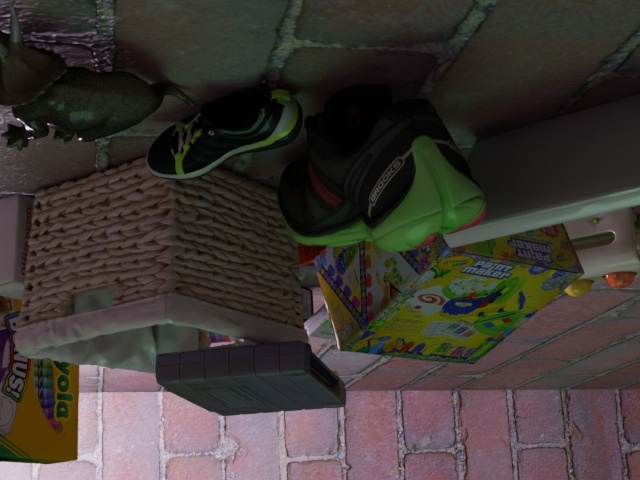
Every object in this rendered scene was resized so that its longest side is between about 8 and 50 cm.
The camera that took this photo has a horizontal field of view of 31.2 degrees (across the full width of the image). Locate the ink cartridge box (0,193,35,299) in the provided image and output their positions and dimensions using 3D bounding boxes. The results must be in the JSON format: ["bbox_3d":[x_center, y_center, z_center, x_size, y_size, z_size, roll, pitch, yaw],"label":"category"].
[{"bbox_3d":[-0.440,0.022,1.852,0.086,0.148,0.203,-12,162,34],"label":"ink cartridge box"}]

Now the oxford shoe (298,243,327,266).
[{"bbox_3d":[0.000,0.000,1.932,0.272,0.096,0.098,-8,167,17],"label":"oxford shoe"}]

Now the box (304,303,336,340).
[{"bbox_3d":[0.077,0.143,2.405,0.145,0.038,0.186,15,132,-45],"label":"box"}]

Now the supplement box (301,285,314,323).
[{"bbox_3d":[-0.103,0.131,2.400,0.104,0.080,0.188,-11,161,28],"label":"supplement box"}]

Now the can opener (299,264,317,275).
[{"bbox_3d":[0.012,0.027,2.067,0.281,0.093,0.074,8,166,-7],"label":"can opener"}]

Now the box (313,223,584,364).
[{"bbox_3d":[0.197,0.043,1.799,0.290,0.177,0.279,10,139,-35],"label":"box"}]

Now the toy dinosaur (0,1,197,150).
[{"bbox_3d":[-0.269,-0.157,1.302,0.314,0.121,0.160,15,171,-35],"label":"toy dinosaur"}]

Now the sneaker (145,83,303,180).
[{"bbox_3d":[-0.135,-0.148,1.439,0.235,0.084,0.097,-18,153,23],"label":"sneaker"}]

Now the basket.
[{"bbox_3d":[-0.241,0.050,1.761,0.328,0.266,0.331,-13,162,34],"label":"basket"}]

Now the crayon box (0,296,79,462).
[{"bbox_3d":[-0.613,0.236,2.192,0.106,0.362,0.313,-15,160,38],"label":"crayon box"}]

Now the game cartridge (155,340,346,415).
[{"bbox_3d":[-0.102,0.218,1.791,0.230,0.068,0.355,-2,163,10],"label":"game cartridge"}]

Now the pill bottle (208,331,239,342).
[{"bbox_3d":[-0.272,0.171,2.470,0.194,0.108,0.108,-4,164,9],"label":"pill bottle"}]

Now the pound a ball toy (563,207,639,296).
[{"bbox_3d":[0.492,0.037,2.043,0.319,0.135,0.208,-12,161,34],"label":"pound a ball toy"}]

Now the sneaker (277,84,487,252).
[{"bbox_3d":[0.064,-0.099,1.482,0.185,0.202,0.483,-19,-173,-20],"label":"sneaker"}]

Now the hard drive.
[{"bbox_3d":[0.317,-0.096,1.469,0.308,0.203,0.040,-14,124,36],"label":"hard drive"}]
